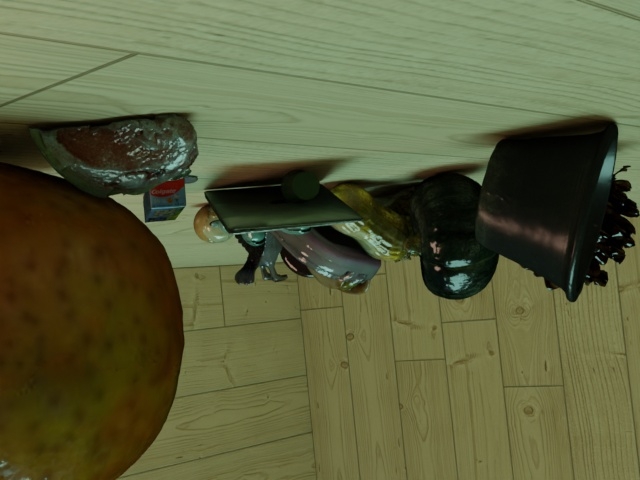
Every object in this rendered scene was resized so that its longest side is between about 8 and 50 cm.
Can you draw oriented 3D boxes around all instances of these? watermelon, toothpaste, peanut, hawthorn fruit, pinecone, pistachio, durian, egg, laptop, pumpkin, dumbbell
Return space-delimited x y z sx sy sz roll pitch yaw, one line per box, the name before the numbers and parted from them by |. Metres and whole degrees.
watermelon | -0.181 -0.082 0.981 0.139 0.071 0.187 -14 172 37
toothpaste | -0.217 -0.058 1.460 0.070 0.044 0.193 -4 177 -13
peanut | 0.082 -0.027 1.681 0.087 0.087 0.207 -9 149 43
hawthorn fruit | -0.368 0.121 1.032 0.472 0.471 0.472 -6 177 0
pinecone | 0.384 -0.039 1.537 0.221 0.221 0.221 -6 177 0
pistachio | 0.030 0.016 1.985 0.144 0.144 0.215 -4 -143 -27
durian | 0.165 -0.033 1.848 0.183 0.138 0.250 6 166 -28
egg | -0.188 -0.029 1.774 0.071 0.071 0.083 -3 179 -35
laptop | -0.060 -0.049 1.456 0.188 0.015 0.269 -6 -165 -12
pumpkin | 0.210 -0.007 1.637 0.152 0.211 0.211 3 176 0
dumbbell | -0.008 0.013 2.190 0.124 0.140 0.225 13 180 8

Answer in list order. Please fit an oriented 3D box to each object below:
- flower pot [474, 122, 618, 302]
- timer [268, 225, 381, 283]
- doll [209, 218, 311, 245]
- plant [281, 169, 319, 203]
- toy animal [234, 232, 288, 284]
flower pot | 0.288 -0.049 1.308 0.148 0.235 0.235 14 -177 18
timer | 0.000 0.000 1.737 0.191 0.069 0.208 42 -166 31
doll | -0.092 -0.041 1.576 0.158 0.059 0.159 11 -157 44
plant | -0.035 -0.076 1.435 0.051 0.051 0.102 -5 -177 -16
toy animal | -0.101 -0.001 1.925 0.197 0.160 0.272 -5 -176 -44
